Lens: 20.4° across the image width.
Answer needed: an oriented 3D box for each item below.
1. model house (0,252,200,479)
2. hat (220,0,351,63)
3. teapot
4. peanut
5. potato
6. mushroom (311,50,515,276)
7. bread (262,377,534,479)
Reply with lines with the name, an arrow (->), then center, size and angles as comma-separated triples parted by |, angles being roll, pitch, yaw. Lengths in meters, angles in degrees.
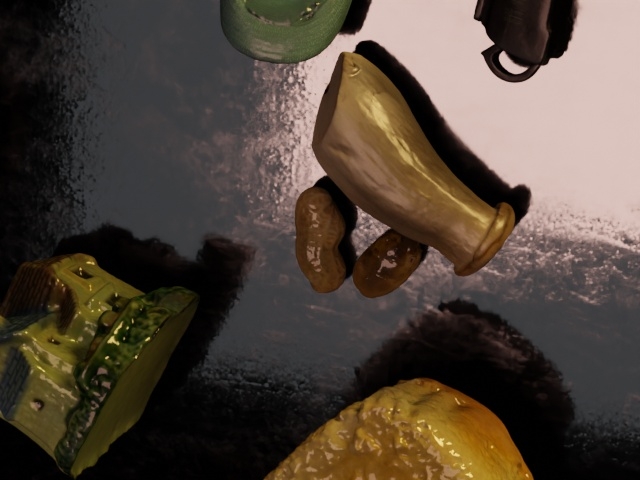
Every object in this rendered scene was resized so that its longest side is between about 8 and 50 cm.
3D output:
model house -> -0.263, 0.104, 1.826 | 0.189, 0.214, 0.195 | 30, 114, 8
hat -> -0.029, -0.263, 1.727 | 0.138, 0.078, 0.191 | 16, 91, 4
teapot -> 0.186, -0.235, 1.660 | 0.096, 0.087, 0.177 | 17, 109, 17
peanut -> 0.000, 0.000, 1.803 | 0.053, 0.054, 0.113 | -1, 107, 17
potato -> 0.067, 0.024, 1.792 | 0.051, 0.040, 0.083 | 46, 112, 6
mushroom -> 0.077, -0.067, 1.737 | 0.247, 0.108, 0.096 | 46, 153, 3
bread -> 0.091, 0.220, 1.763 | 0.262, 0.204, 0.163 | 8, 96, 19
